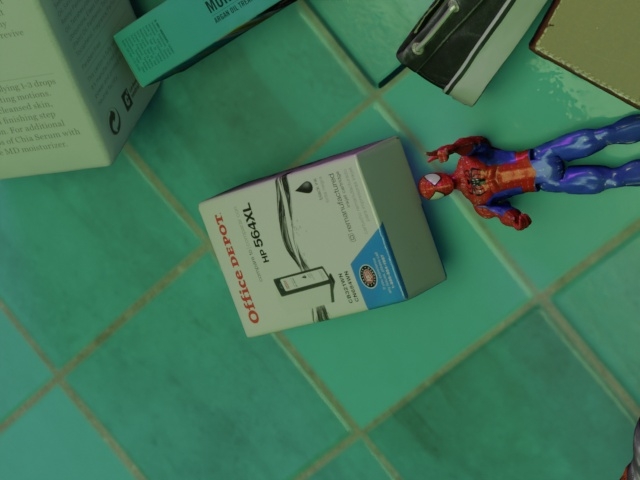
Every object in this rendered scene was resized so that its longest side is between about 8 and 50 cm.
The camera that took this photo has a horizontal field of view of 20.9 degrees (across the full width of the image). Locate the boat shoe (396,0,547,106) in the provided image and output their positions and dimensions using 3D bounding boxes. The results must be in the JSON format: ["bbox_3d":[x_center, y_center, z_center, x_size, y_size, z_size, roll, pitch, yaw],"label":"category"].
[{"bbox_3d":[0.170,-0.267,1.548,0.105,0.113,0.306,30,123,-4],"label":"boat shoe"}]

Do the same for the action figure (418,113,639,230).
[{"bbox_3d":[0.208,-0.062,1.578,0.280,0.139,0.092,-9,99,26],"label":"action figure"}]

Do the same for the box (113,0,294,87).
[{"bbox_3d":[-0.073,-0.236,1.658,0.244,0.100,0.060,-28,94,26],"label":"box"}]

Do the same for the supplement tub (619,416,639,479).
[{"bbox_3d":[0.406,0.147,1.520,0.193,0.193,0.316,36,113,9],"label":"supplement tub"}]

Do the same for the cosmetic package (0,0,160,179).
[{"bbox_3d":[-0.348,-0.282,1.632,0.230,0.161,0.453,-5,126,22],"label":"cosmetic package"}]

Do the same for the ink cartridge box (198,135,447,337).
[{"bbox_3d":[0.000,0.000,1.676,0.203,0.086,0.148,-16,96,37],"label":"ink cartridge box"}]

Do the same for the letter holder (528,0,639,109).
[{"bbox_3d":[0.344,-0.239,1.436,0.214,0.152,0.302,30,101,10],"label":"letter holder"}]
